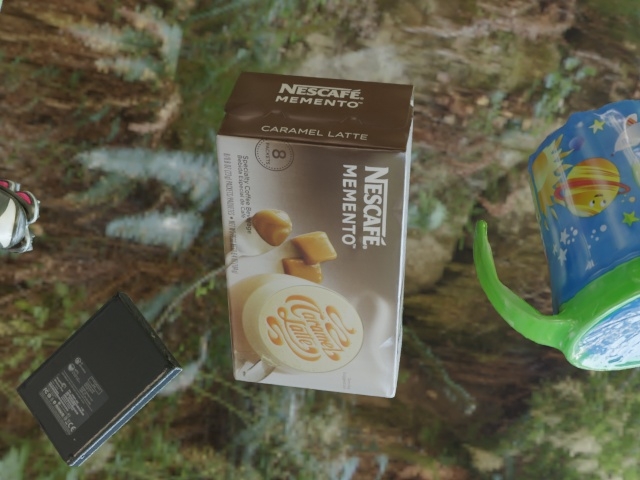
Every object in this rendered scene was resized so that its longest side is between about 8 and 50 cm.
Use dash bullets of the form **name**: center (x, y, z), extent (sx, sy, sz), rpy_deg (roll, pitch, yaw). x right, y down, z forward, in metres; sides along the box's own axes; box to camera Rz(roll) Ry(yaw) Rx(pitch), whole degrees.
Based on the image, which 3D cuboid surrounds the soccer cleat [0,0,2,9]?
- **soccer cleat**: center (-0.310, -0.295, 0.873), extent (0.121, 0.094, 0.289), rpy_deg (-109, -155, -72)

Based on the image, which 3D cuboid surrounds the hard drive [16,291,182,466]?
- **hard drive**: center (-0.202, 0.125, 0.937), extent (0.135, 0.022, 0.094), rpy_deg (-43, -110, 7)

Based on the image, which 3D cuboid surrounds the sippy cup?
- **sippy cup**: center (0.324, -0.015, 1.058), extent (0.240, 0.306, 0.224), rpy_deg (-43, -128, 40)

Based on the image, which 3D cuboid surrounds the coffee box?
- **coffee box**: center (0.000, 0.000, 0.823), extent (0.098, 0.141, 0.246), rpy_deg (-76, 170, -52)

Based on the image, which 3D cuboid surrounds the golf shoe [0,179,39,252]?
- **golf shoe**: center (-0.485, -0.053, 1.314), extent (0.273, 0.120, 0.105), rpy_deg (13, -80, 31)
